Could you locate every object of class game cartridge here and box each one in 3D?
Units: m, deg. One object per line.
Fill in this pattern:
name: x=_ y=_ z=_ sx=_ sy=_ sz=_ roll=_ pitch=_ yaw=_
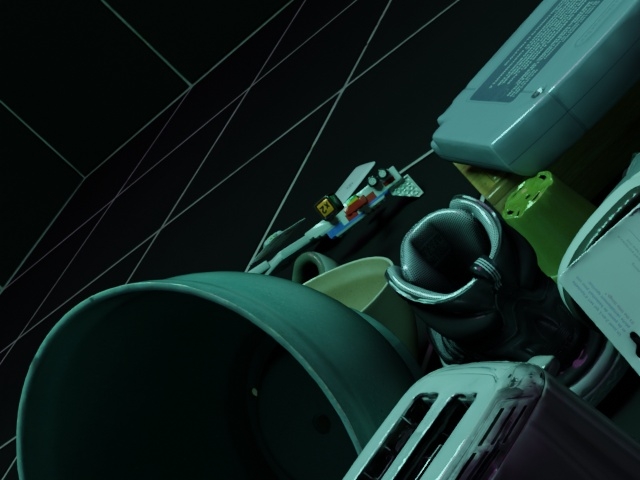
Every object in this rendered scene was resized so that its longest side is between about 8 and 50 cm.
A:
game cartridge: x=0.227 y=-0.173 z=1.163 sx=0.294 sy=0.060 sz=0.196 roll=-48 pitch=12 yaw=-4

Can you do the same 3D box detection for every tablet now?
tablet: x=0.035 y=-0.067 z=1.757 sx=0.083 sy=0.006 sz=0.054 roll=-53 pitch=17 yaw=-21

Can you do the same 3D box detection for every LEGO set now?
LEGO set: x=0.000 y=0.000 z=1.540 sx=0.182 sy=0.060 sz=0.244 roll=-33 pitch=-8 yaw=-35

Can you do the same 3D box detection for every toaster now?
toaster: x=0.087 y=0.172 z=0.753 sx=0.227 sy=0.146 sz=0.129 roll=-52 pitch=16 yaw=-20

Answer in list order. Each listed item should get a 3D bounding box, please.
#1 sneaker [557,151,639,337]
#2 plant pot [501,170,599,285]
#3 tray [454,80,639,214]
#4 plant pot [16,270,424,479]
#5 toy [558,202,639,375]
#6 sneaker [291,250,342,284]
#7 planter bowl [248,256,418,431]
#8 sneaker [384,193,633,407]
sneaker: x=0.255 y=-0.066 z=0.942 sx=0.295 sy=0.124 sz=0.178 roll=-39 pitch=20 yaw=-3
plant pot: x=0.185 y=-0.010 z=1.078 sx=0.083 sy=0.079 sz=0.083 roll=-43 pitch=16 yaw=16
tray: x=0.295 y=-0.183 z=1.240 sx=0.411 sy=0.076 sz=0.203 roll=-45 pitch=15 yaw=7
plant pot: x=-0.037 y=0.150 z=0.967 sx=0.293 sy=0.293 sz=0.196 roll=-36 pitch=-9 yaw=33
toy: x=0.276 y=-0.003 z=0.812 sx=0.237 sy=0.137 sz=0.056 roll=-44 pitch=-25 yaw=14
sneaker: x=-0.028 y=0.120 z=1.267 sx=0.100 sy=0.108 sz=0.271 roll=-31 pitch=23 yaw=40
planter bowl: x=0.018 y=0.102 z=1.151 sx=0.162 sy=0.109 sz=0.162 roll=-30 pitch=15 yaw=9
sneaker: x=0.113 y=0.037 z=1.011 sx=0.101 sy=0.153 sz=0.268 roll=-48 pitch=15 yaw=-7
